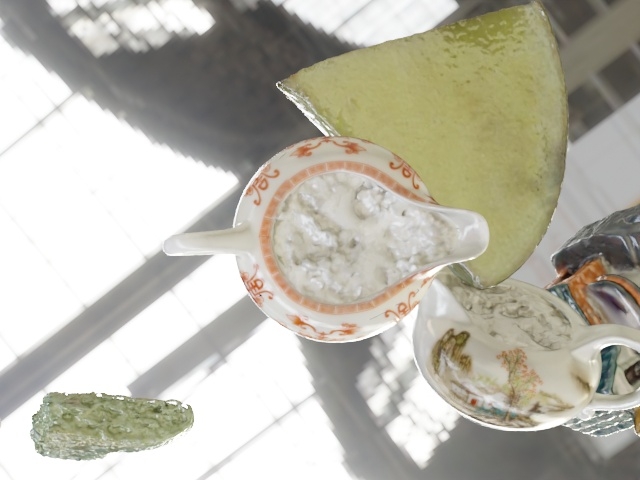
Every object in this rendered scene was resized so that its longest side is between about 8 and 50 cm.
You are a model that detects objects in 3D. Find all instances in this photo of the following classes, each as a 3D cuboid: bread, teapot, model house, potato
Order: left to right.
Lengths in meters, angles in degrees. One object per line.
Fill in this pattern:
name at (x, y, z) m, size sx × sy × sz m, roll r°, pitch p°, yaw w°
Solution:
bread at (-0.268, 0.222, 2.137) m, size 0.172 × 0.232 × 0.064 m, roll 32°, pitch -126°, yaw -56°
teapot at (0.000, 0.000, 1.395) m, size 0.116 × 0.245 × 0.159 m, roll -143°, pitch 46°, yaw -76°
potato at (0.118, -0.075, 1.742) m, size 0.112 × 0.269 × 0.255 m, roll 162°, pitch 91°, yaw -85°
teapot at (0.210, 0.111, 1.890) m, size 0.298 × 0.139 × 0.204 m, roll 18°, pitch -150°, yaw 3°
model house at (0.355, 0.132, 2.173) m, size 0.301 × 0.190 × 0.271 m, roll -30°, pitch -87°, yaw -39°
